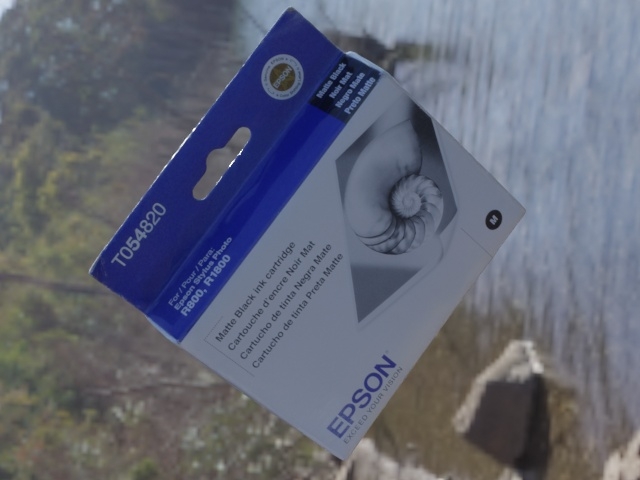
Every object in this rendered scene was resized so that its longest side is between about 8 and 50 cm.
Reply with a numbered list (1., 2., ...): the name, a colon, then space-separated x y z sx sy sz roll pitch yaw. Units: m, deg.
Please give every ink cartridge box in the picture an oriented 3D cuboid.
1. ink cartridge box: 0.000 0.000 0.897 0.223 0.224 0.045 -54 29 -5
